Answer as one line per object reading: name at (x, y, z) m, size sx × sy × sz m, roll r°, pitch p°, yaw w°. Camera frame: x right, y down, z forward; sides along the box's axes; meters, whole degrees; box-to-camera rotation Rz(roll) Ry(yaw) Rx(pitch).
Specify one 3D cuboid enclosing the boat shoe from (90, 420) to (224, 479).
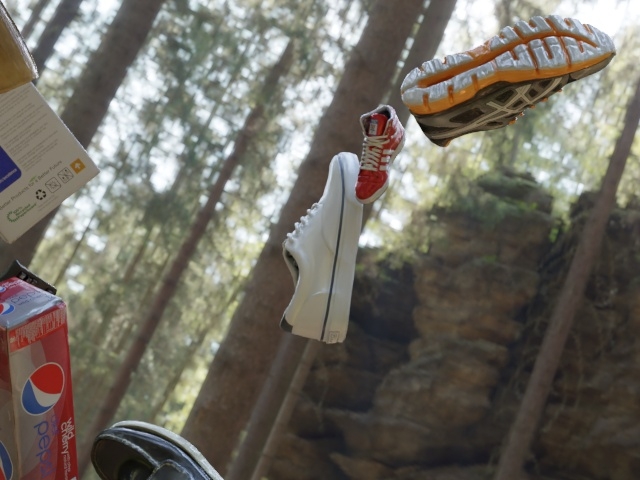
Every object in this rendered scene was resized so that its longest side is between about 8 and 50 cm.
boat shoe at (-0.129, 0.227, 0.842) m, size 0.233 × 0.084 × 0.079 m, roll 30°, pitch 25°, yaw 37°

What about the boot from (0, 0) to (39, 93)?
boot at (-0.481, -0.264, 1.107) m, size 0.089 × 0.236 × 0.270 m, roll -119°, pitch -172°, yaw -72°

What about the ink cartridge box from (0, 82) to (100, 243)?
ink cartridge box at (-0.505, -0.191, 1.439) m, size 0.371 × 0.175 × 0.069 m, roll 55°, pitch -18°, yaw -20°

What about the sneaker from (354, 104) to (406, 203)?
sneaker at (0.064, -0.105, 1.171) m, size 0.042 × 0.119 × 0.067 m, roll 9°, pitch -30°, yaw 27°

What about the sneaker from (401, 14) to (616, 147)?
sneaker at (0.191, -0.159, 1.000) m, size 0.214 × 0.084 × 0.083 m, roll -16°, pitch -45°, yaw 9°

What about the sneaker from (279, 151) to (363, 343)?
sneaker at (0.000, 0.000, 1.246) m, size 0.091 × 0.258 × 0.094 m, roll 9°, pitch -26°, yaw -4°

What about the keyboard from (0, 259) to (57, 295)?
keyboard at (-0.440, 0.105, 1.294) m, size 0.108 × 0.180 × 0.023 m, roll 44°, pitch 0°, yaw -40°

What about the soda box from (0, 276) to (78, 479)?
soda box at (-0.330, 0.180, 1.085) m, size 0.092 × 0.083 × 0.263 m, roll 19°, pitch -62°, yaw 31°
